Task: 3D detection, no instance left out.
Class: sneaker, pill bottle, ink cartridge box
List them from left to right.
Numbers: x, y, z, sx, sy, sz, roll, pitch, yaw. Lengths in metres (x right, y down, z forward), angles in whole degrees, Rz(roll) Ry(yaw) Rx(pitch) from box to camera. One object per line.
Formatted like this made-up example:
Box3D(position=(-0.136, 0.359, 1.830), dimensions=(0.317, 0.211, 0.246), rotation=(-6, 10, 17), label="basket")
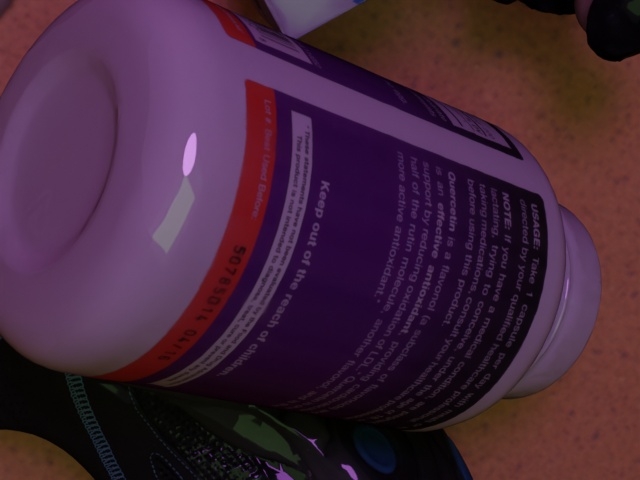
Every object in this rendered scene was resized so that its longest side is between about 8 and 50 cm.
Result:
Box3D(position=(-0.046, 0.123, 0.774), dimensions=(0.341, 0.125, 0.139), rotation=(36, 118, -13), label="sneaker")
Box3D(position=(0.000, 0.000, 0.659), dimensions=(0.323, 0.181, 0.181), rotation=(17, 103, -40), label="pill bottle")
Box3D(position=(0.001, -0.157, 0.690), dimensions=(0.088, 0.122, 0.052), rotation=(-29, 111, 0), label="ink cartridge box")

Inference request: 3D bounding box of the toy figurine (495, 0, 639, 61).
Box3D(position=(0.145, -0.222, 0.644), dimensions=(0.213, 0.148, 0.209), rotation=(-47, 138, 4), label="toy figurine")
